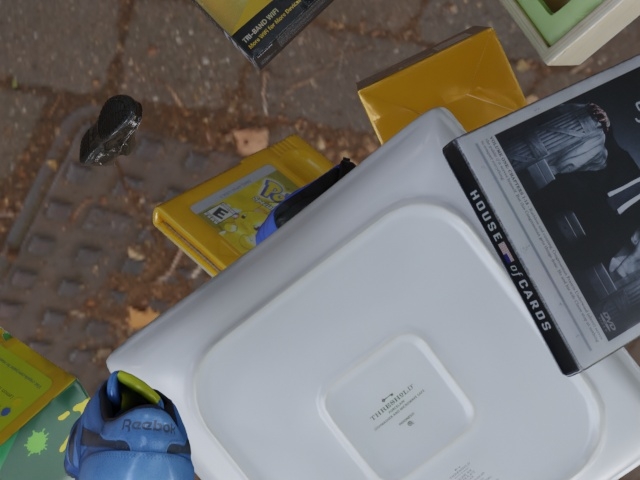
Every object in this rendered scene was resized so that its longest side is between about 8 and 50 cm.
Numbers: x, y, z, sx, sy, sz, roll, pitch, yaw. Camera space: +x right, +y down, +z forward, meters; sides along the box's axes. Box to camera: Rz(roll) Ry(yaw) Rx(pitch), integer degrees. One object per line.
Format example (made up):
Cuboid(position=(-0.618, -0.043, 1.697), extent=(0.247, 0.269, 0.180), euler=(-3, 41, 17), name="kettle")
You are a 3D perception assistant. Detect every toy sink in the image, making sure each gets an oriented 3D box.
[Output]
Cuboid(position=(0.311, -0.370, 1.486), extent=(0.153, 0.234, 0.131), euler=(-40, 164, 33), name="toy sink")

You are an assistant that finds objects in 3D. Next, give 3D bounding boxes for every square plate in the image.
Cuboid(position=(0.064, 0.128, 0.903), extent=(0.347, 0.049, 0.344), euler=(-37, 95, 1), name="square plate")

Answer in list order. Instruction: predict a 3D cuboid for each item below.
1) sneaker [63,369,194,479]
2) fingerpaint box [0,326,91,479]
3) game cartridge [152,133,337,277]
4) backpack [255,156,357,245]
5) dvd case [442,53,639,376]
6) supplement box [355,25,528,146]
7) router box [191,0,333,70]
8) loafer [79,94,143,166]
Cuboid(position=(-0.113, 0.115, 0.672), extent=(0.069, 0.209, 0.082), euler=(6, 89, -15), name="sneaker")
Cuboid(position=(-0.588, 0.296, 1.668), extent=(0.371, 0.445, 0.163), euler=(-43, 133, -26), name="fingerpaint box")
Cuboid(position=(-0.058, -0.028, 1.812), extent=(0.324, 0.285, 0.052), euler=(-33, 152, -36), name="game cartridge")
Cuboid(position=(0.000, 0.000, 1.075), extent=(0.120, 0.098, 0.101), euler=(-33, 168, -38), name="backpack")
Cuboid(position=(0.224, -0.034, 0.805), extent=(0.239, 0.179, 0.029), euler=(-26, 174, -25), name="dvd case")
Cuboid(position=(0.159, -0.190, 1.509), extent=(0.191, 0.194, 0.129), euler=(-25, 100, 6), name="supplement box")
Cuboid(position=(-0.076, -0.473, 1.832), extent=(0.309, 0.243, 0.081), euler=(-44, 172, -1), name="router box")
Cuboid(position=(-0.368, -0.198, 2.039), extent=(0.078, 0.080, 0.220), euler=(10, 157, -30), name="loafer")
